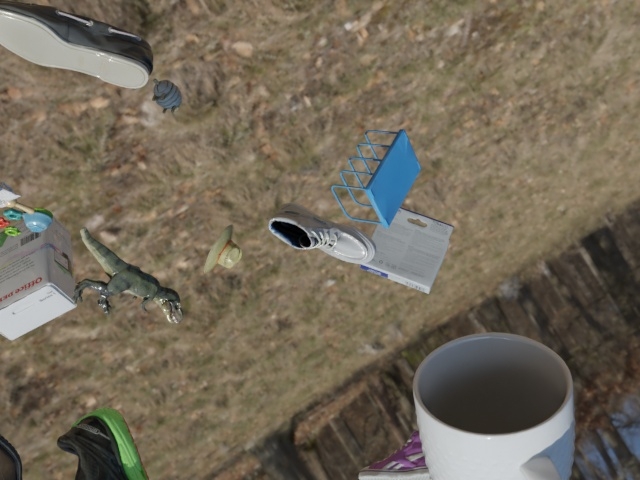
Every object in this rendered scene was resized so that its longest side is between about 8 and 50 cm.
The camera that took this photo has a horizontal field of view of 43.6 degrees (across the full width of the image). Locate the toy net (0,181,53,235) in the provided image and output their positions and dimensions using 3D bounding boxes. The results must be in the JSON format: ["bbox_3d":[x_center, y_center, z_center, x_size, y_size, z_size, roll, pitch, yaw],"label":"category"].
[{"bbox_3d":[-0.713,-0.079,1.843,0.122,0.045,0.232,-3,153,6],"label":"toy net"}]

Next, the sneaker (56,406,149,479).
[{"bbox_3d":[-0.483,0.636,1.872,0.202,0.483,0.185,-21,153,-16],"label":"sneaker"}]

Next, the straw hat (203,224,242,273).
[{"bbox_3d":[-0.235,0.036,2.047,0.144,0.061,0.144,-58,171,-14],"label":"straw hat"}]

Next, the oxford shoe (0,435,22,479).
[{"bbox_3d":[-0.577,0.417,1.401,0.083,0.227,0.096,1,-149,20],"label":"oxford shoe"}]

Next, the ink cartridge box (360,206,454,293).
[{"bbox_3d":[0.257,0.021,2.370,0.045,0.223,0.224,86,28,-63],"label":"ink cartridge box"}]

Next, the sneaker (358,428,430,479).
[{"bbox_3d":[0.248,0.646,2.374,0.282,0.102,0.161,-14,-132,28],"label":"sneaker"}]

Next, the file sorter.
[{"bbox_3d":[0.115,-0.134,1.666,0.104,0.118,0.170,11,-123,36],"label":"file sorter"}]

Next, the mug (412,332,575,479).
[{"bbox_3d":[0.340,0.402,1.434,0.276,0.328,0.374,-18,-150,-11],"label":"mug"}]

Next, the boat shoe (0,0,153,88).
[{"bbox_3d":[-0.494,-0.400,1.584,0.112,0.335,0.095,-45,-145,48],"label":"boat shoe"}]

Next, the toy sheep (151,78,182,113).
[{"bbox_3d":[-0.471,-0.445,2.449,0.091,0.091,0.132,-32,141,0],"label":"toy sheep"}]

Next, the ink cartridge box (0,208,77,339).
[{"bbox_3d":[-0.742,0.085,2.032,0.201,0.278,0.117,-28,137,6],"label":"ink cartridge box"}]

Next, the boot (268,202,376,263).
[{"bbox_3d":[0.000,0.000,1.894,0.123,0.258,0.095,-51,162,-63],"label":"boot"}]

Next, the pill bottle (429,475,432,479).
[{"bbox_3d":[0.311,0.539,1.797,0.067,0.120,0.067,-58,-179,2],"label":"pill bottle"}]

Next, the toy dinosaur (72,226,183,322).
[{"bbox_3d":[-0.350,0.074,1.365,0.118,0.268,0.064,-33,-136,12],"label":"toy dinosaur"}]
